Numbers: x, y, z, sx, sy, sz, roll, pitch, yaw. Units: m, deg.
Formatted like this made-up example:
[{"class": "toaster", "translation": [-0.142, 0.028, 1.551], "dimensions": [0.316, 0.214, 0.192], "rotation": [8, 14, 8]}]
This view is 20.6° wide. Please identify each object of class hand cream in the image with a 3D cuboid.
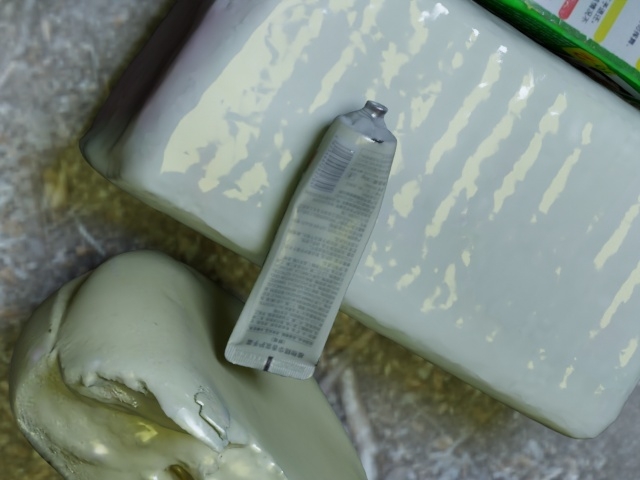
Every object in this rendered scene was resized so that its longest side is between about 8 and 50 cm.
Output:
[{"class": "hand cream", "translation": [0.000, 0.000, 0.968], "dimensions": [0.057, 0.037, 0.165], "rotation": [16, 106, -25]}]

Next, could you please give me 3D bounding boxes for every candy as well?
[{"class": "candy", "translation": [0.060, -0.043, 1.062], "dimensions": [0.359, 0.145, 0.208], "rotation": [31, 95, -21]}]

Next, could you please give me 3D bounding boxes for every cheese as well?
[{"class": "cheese", "translation": [-0.069, 0.129, 1.038], "dimensions": [0.127, 0.233, 0.266], "rotation": [-38, 108, 9]}]

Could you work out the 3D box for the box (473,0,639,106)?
[{"class": "box", "translation": [0.190, -0.192, 1.079], "dimensions": [0.250, 0.103, 0.180], "rotation": [31, 95, -18]}]
